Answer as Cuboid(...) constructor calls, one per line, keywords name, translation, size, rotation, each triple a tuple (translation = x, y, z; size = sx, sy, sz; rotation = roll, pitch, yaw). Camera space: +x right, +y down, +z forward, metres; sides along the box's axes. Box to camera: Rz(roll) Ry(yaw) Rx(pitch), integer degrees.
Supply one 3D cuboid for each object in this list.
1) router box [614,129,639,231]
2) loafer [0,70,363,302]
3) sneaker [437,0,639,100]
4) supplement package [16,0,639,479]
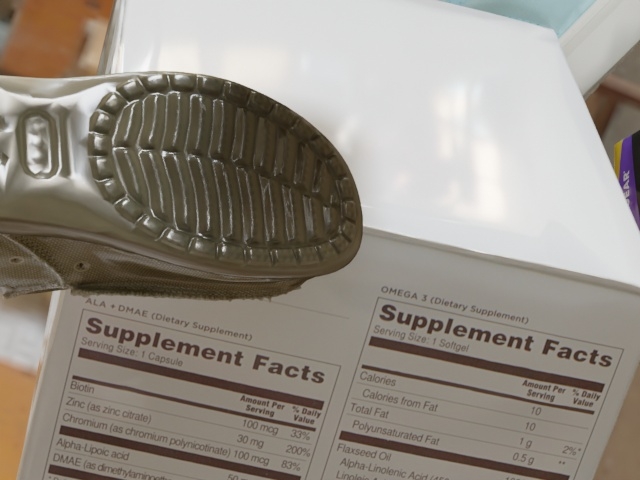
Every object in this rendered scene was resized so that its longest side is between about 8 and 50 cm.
Cuboid(name="router box", translation=(0.355, -0.028, 1.036), size=(0.243, 0.309, 0.081), rotation=(-37, 44, 55))
Cuboid(name="loafer", translation=(-0.062, -0.013, 0.487), size=(0.050, 0.148, 0.056), rotation=(134, 142, -59))
Cuboid(name="sneaker", translation=(0.187, -0.225, 1.136), size=(0.366, 0.150, 0.135), rotation=(-48, 0, -12))
Cuboid(name="supplement package", translation=(0.000, 0.000, 0.767), size=(0.262, 0.204, 0.145), rotation=(-94, 18, -63))
